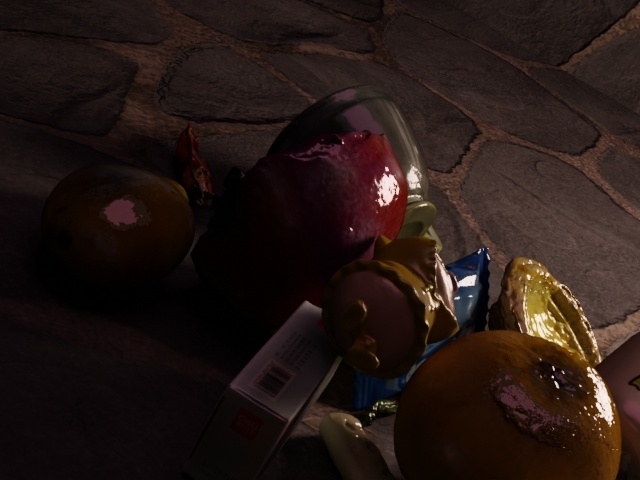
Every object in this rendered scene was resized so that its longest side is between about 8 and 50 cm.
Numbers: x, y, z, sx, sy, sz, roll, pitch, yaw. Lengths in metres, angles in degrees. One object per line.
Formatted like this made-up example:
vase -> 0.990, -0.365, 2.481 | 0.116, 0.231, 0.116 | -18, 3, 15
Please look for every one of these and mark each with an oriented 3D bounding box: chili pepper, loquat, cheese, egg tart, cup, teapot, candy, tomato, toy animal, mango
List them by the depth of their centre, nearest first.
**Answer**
loquat -> 0.214, 0.228, 1.600 | 0.263, 0.263, 0.263 | 21, 25, -10
toy animal -> 0.080, 0.079, 1.605 | 0.156, 0.156, 0.230 | 32, 21, 13
cheese -> 0.054, 0.272, 1.612 | 0.064, 0.043, 0.194 | 10, 28, -29
chili pepper -> 0.073, 0.217, 1.762 | 0.022, 0.027, 0.083 | 34, 26, 25
tomato -> 0.004, 0.001, 1.787 | 0.289, 0.335, 0.176 | -19, 68, -34
mango -> -0.252, -0.032, 1.797 | 0.192, 0.146, 0.316 | 15, 20, 4
cup -> 0.441, 0.265, 1.819 | 0.200, 0.191, 0.253 | -29, 72, -40
candy -> 0.147, 0.113, 1.871 | 0.077, 0.187, 0.331 | 13, 16, 37
egg tart -> 0.320, 0.156, 1.986 | 0.279, 0.095, 0.279 | 40, 34, -35
chili pepper -> -0.197, -0.111, 2.123 | 0.059, 0.050, 0.268 | 37, 16, -29
teapot -> 0.064, -0.063, 2.165 | 0.239, 0.322, 0.239 | -28, 66, -13

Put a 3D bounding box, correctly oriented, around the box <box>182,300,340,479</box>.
box -> -0.054, 0.181, 1.585 | 0.079, 0.135, 0.269 | 32, 25, 6
